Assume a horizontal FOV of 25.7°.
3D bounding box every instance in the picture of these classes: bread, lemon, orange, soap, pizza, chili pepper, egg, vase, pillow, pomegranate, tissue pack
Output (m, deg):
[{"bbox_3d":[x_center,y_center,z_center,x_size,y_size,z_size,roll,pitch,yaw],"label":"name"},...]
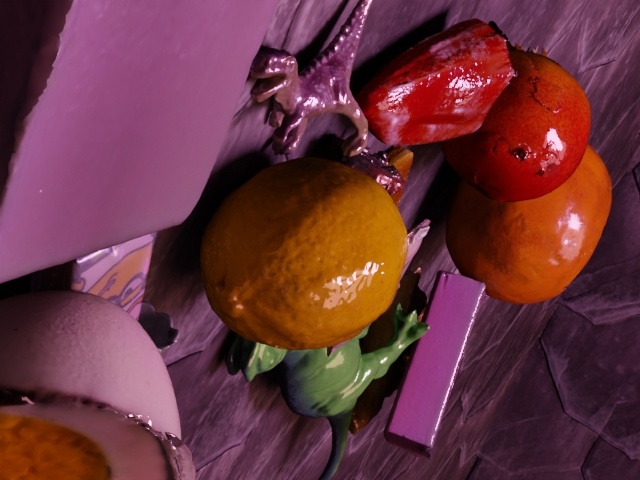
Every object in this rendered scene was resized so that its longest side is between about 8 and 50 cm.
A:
[{"bbox_3d":[0.079,-0.070,1.850,0.094,0.035,0.090,-36,152,-45],"label":"bread"},{"bbox_3d":[-0.016,0.014,1.499,0.260,0.204,0.204,-24,143,-42],"label":"lemon"},{"bbox_3d":[0.311,-0.044,2.126,0.284,0.226,0.284,-156,-90,-84],"label":"orange"},{"bbox_3d":[-0.165,-0.121,1.069,0.296,0.107,0.285,-20,138,-59],"label":"soap"},{"bbox_3d":[0.135,0.143,2.227,0.287,0.075,0.280,-33,141,-63],"label":"pizza"},{"bbox_3d":[0.170,0.189,2.097,0.181,0.081,0.259,70,40,-76],"label":"soap"},{"bbox_3d":[0.116,-0.176,1.699,0.252,0.136,0.144,-23,-173,-43],"label":"chili pepper"},{"bbox_3d":[-0.255,0.145,1.165,0.286,0.174,0.264,-21,138,11],"label":"egg"},{"bbox_3d":[-0.207,0.141,1.429,0.081,0.081,0.149,-23,144,-58],"label":"vase"},{"bbox_3d":[0.069,0.059,1.710,0.130,0.038,0.233,-40,165,-30],"label":"pillow"},{"bbox_3d":[0.265,-0.166,1.924,0.210,0.210,0.235,91,-3,-57],"label":"pomegranate"},{"bbox_3d":[-0.208,0.036,1.272,0.115,0.065,0.155,-35,150,-44],"label":"tissue pack"}]

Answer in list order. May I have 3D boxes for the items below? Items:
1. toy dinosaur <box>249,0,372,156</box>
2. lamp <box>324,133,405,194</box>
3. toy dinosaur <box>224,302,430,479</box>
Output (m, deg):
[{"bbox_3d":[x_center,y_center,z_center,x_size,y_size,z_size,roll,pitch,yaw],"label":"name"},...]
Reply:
[{"bbox_3d":[0.013,-0.181,1.472,0.251,0.072,0.200,-34,141,-29],"label":"toy dinosaur"},{"bbox_3d":[0.000,0.000,1.666,0.253,0.118,0.118,-58,161,13],"label":"lamp"},{"bbox_3d":[-0.023,0.239,1.939,0.374,0.144,0.500,-26,139,-48],"label":"toy dinosaur"}]
